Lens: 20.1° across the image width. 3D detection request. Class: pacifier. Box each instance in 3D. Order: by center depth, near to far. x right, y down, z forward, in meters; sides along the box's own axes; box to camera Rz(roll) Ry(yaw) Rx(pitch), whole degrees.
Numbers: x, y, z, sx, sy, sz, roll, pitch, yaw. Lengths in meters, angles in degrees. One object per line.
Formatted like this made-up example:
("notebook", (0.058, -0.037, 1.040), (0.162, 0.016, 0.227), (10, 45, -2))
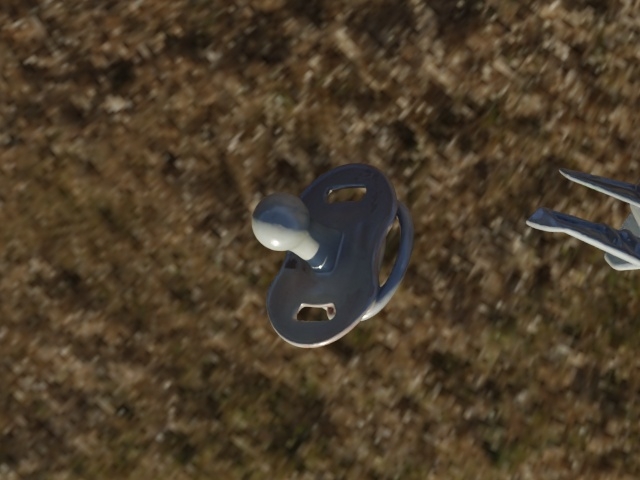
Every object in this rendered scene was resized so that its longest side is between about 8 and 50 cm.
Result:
("pacifier", (0.000, 0.000, 0.885), (0.081, 0.099, 0.078), (-5, 152, 42))

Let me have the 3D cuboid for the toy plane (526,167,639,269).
("toy plane", (0.249, 0.021, 1.042), (0.251, 0.255, 0.101), (15, 110, -35))
